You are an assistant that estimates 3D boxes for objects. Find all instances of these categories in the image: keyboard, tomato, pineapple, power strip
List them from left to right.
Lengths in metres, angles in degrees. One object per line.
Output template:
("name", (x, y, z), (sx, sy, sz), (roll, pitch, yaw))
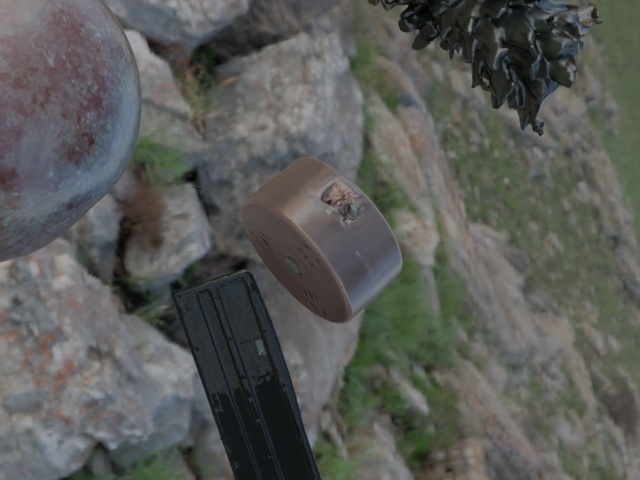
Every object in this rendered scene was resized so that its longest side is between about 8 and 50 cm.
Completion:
("tomato", (-0.329, -0.128, 1.073), (0.282, 0.316, 0.317), (48, 31, -14))
("keyboard", (-0.095, 0.122, 1.209), (0.041, 0.103, 0.381), (-101, 173, -76))
("power strip", (0.000, 0.000, 1.047), (0.078, 0.154, 0.154), (-40, 124, -19))
("pineapple", (0.074, -0.191, 0.715), (0.279, 0.158, 0.158), (47, 26, 0))
